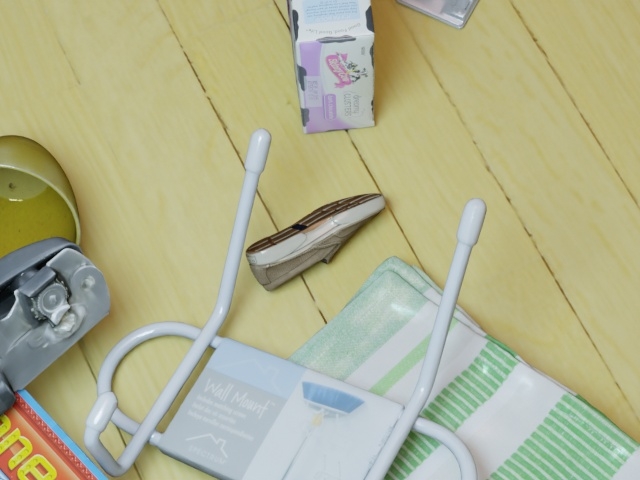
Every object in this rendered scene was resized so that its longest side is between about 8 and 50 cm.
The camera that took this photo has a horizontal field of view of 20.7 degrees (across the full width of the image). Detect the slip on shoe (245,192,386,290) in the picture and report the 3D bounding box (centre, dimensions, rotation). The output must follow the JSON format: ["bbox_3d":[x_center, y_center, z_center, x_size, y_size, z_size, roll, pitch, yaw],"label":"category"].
[{"bbox_3d":[0.000,0.000,1.537,0.135,0.051,0.041,-28,107,-20],"label":"slip on shoe"}]

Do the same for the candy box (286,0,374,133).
[{"bbox_3d":[0.004,-0.220,1.570,0.070,0.165,0.196,-6,65,-2],"label":"candy box"}]

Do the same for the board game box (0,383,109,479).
[{"bbox_3d":[-0.314,0.261,1.392,0.302,0.086,0.308,-41,71,-16],"label":"board game box"}]

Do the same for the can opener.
[{"bbox_3d":[-0.289,0.106,1.391,0.283,0.076,0.095,-41,39,-16],"label":"can opener"}]

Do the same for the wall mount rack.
[{"bbox_3d":[-0.020,0.088,1.407,0.350,0.130,0.304,20,64,23],"label":"wall mount rack"}]

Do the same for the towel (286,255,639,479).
[{"bbox_3d":[0.095,0.178,1.419,0.248,0.038,0.325,-43,60,-16],"label":"towel"}]

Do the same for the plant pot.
[{"bbox_3d":[-0.271,-0.037,1.521,0.134,0.134,0.095,-1,37,0],"label":"plant pot"}]

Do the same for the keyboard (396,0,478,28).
[{"bbox_3d":[0.160,-0.316,1.699,0.072,0.014,0.256,23,67,17],"label":"keyboard"}]
